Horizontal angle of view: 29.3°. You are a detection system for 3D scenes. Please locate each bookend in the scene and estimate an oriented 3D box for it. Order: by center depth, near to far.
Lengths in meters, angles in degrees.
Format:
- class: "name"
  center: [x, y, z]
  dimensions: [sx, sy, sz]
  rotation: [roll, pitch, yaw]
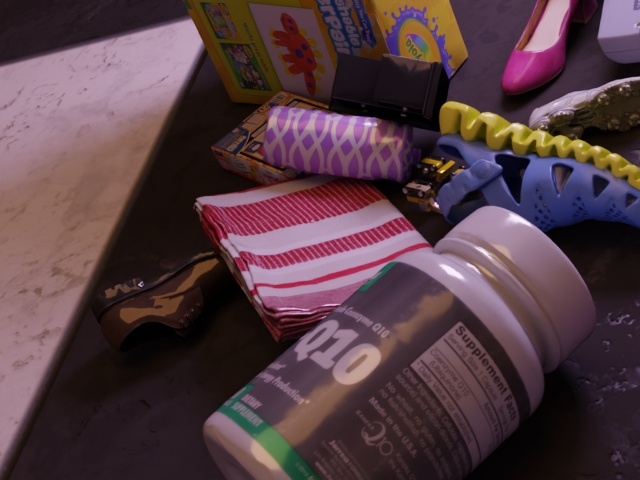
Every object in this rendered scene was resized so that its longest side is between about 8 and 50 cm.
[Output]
- class: "bookend"
  center: [0.081, -0.197, 1.579]
  dimensions: [0.156, 0.157, 0.072]
  rotation: [12, 91, 9]

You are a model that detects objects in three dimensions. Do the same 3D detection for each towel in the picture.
- class: "towel"
  center: [0.000, 0.000, 1.492]
  dimensions: [0.237, 0.037, 0.329]
  rotation: [-14, 32, -18]

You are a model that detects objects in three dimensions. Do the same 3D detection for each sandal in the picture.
- class: "sandal"
  center: [0.256, -0.055, 1.413]
  dimensions: [0.317, 0.126, 0.138]
  rotation: [21, 88, 40]

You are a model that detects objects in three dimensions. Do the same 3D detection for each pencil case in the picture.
- class: "pencil case"
  center: [0.023, -0.125, 1.608]
  dimensions: [0.206, 0.088, 0.086]
  rotation: [10, 83, 14]

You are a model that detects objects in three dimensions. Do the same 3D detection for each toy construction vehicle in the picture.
- class: "toy construction vehicle"
  center: [0.152, -0.069, 1.550]
  dimensions: [0.098, 0.035, 0.086]
  rotation: [14, 41, 39]

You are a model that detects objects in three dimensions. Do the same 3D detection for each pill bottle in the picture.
- class: "pill bottle"
  center: [0.082, 0.141, 1.181]
  dimensions: [0.361, 0.204, 0.204]
  rotation: [-39, 38, -18]

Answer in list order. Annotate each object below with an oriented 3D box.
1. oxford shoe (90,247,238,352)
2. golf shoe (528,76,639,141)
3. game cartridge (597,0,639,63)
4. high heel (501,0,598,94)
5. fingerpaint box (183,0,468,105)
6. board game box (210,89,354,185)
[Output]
- class: "oxford shoe"
  center: [-0.165, 0.079, 1.539]
  dimensions: [0.227, 0.083, 0.096]
  rotation: [-26, 61, -5]
- class: "golf shoe"
  center: [0.342, -0.172, 1.530]
  dimensions: [0.176, 0.069, 0.086]
  rotation: [-17, 31, 11]
- class: "game cartridge"
  center: [0.499, -0.324, 1.539]
  dimensions: [0.297, 0.062, 0.198]
  rotation: [-15, 44, 35]
- class: "high heel"
  center: [0.307, -0.306, 1.671]
  dimensions: [0.082, 0.117, 0.244]
  rotation: [17, 54, 44]
- class: "fingerpaint box"
  center: [-0.038, -0.406, 1.732]
  dimensions: [0.371, 0.445, 0.163]
  rotation: [10, 48, 41]
- class: "board game box"
  center: [-0.043, -0.140, 1.744]
  dimensions: [0.147, 0.045, 0.193]
  rotation: [-41, 38, -20]
